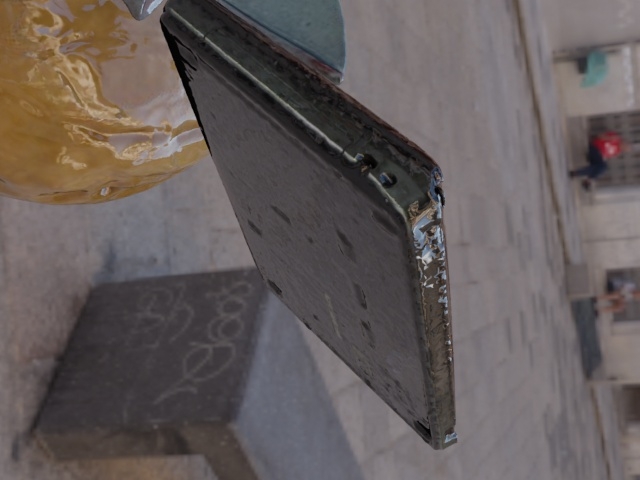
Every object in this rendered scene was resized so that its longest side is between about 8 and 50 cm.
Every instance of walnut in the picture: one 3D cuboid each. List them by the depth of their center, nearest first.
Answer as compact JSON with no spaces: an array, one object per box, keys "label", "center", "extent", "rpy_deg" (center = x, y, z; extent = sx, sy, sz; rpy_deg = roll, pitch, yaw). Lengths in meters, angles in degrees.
[{"label":"walnut","center":[-0.154,-0.115,0.669],"extent":[0.221,0.195,0.195],"rpy_deg":[-5,90,-40]}]

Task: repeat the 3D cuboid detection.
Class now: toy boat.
[{"label":"toy boat","center":[-0.024,-0.119,0.489],"extent":[0.096,0.122,0.034],"rpy_deg":[-55,167,-2]}]

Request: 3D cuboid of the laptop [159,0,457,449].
[{"label":"laptop","center":[0.000,0.000,0.457],"extent":[0.026,0.154,0.207],"rpy_deg":[-40,150,-17]}]
